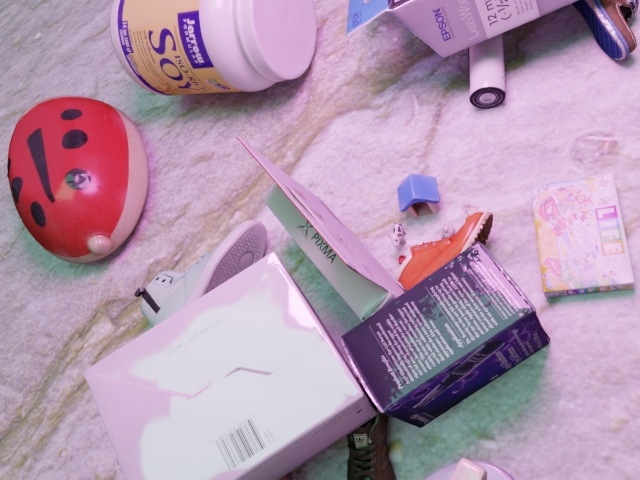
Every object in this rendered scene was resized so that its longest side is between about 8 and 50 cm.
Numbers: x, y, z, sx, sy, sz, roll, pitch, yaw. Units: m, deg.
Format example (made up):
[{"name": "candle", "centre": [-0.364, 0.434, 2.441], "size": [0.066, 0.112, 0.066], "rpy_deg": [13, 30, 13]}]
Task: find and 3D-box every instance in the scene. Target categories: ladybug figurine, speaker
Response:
[{"name": "ladybug figurine", "centre": [-0.514, -0.146, 1.183], "size": [0.305, 0.162, 0.449], "rpy_deg": [-40, 55, 5]}, {"name": "speaker", "centre": [0.258, -0.277, 0.897], "size": [0.055, 0.055, 0.136], "rpy_deg": [-7, 65, 26]}]

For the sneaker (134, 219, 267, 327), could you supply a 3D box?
[{"name": "sneaker", "centre": [-0.208, 0.050, 0.969], "size": [0.151, 0.094, 0.255], "rpy_deg": [32, 83, 38]}]

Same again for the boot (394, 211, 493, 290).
[{"name": "boot", "centre": [0.168, 0.014, 0.790], "size": [0.085, 0.059, 0.157], "rpy_deg": [40, 98, 29]}]

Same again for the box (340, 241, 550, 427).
[{"name": "box", "centre": [0.155, 0.122, 0.704], "size": [0.207, 0.153, 0.108], "rpy_deg": [-38, 56, 9]}]

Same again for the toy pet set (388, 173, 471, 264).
[{"name": "toy pet set", "centre": [0.155, -0.036, 0.831], "size": [0.122, 0.065, 0.114], "rpy_deg": [-14, 61, 22]}]

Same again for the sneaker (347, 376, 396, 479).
[{"name": "sneaker", "centre": [0.054, 0.266, 0.738], "size": [0.066, 0.071, 0.188], "rpy_deg": [-11, 62, 23]}]

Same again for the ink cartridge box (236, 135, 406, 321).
[{"name": "ink cartridge box", "centre": [0.000, 0.000, 0.789], "size": [0.060, 0.239, 0.275], "rpy_deg": [-47, 54, 9]}]

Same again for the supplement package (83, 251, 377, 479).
[{"name": "supplement package", "centre": [-0.100, 0.183, 0.687], "size": [0.262, 0.145, 0.204], "rpy_deg": [-33, 64, -3]}]

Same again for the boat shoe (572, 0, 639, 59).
[{"name": "boat shoe", "centre": [0.420, -0.341, 0.834], "size": [0.066, 0.066, 0.183], "rpy_deg": [-22, 59, 16]}]

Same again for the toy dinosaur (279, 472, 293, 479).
[{"name": "toy dinosaur", "centre": [-0.102, 0.278, 0.791], "size": [0.296, 0.127, 0.200], "rpy_deg": [38, 81, 30]}]

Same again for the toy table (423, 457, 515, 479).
[{"name": "toy table", "centre": [0.122, 0.363, 0.603], "size": [0.252, 0.161, 0.274], "rpy_deg": [8, 70, 31]}]

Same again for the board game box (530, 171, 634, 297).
[{"name": "board game box", "centre": [0.335, -0.007, 0.745], "size": [0.104, 0.026, 0.154], "rpy_deg": [-10, 63, 24]}]

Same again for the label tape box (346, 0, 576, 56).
[{"name": "label tape box", "centre": [0.221, -0.400, 0.894], "size": [0.348, 0.115, 0.249], "rpy_deg": [-20, 35, 21]}]

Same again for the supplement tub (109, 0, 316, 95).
[{"name": "supplement tub", "centre": [-0.199, -0.400, 1.087], "size": [0.332, 0.241, 0.240], "rpy_deg": [6, 70, 31]}]
